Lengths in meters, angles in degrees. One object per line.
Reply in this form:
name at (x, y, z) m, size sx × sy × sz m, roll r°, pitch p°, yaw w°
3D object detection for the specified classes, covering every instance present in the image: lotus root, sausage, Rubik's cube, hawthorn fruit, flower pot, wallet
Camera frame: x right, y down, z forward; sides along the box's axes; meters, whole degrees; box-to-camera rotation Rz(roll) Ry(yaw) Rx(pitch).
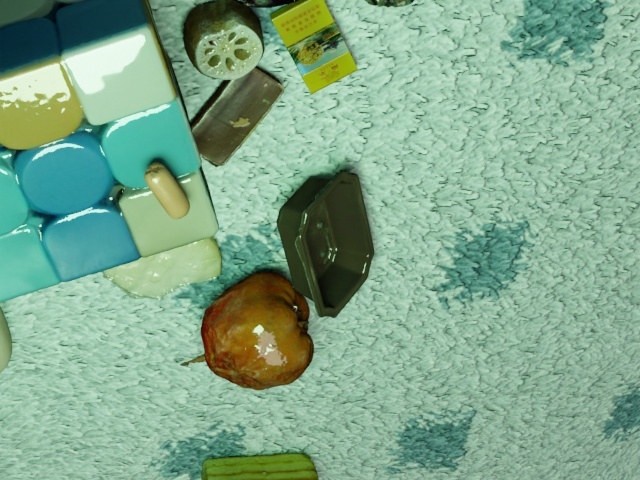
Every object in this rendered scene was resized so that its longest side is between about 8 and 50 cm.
lotus root at (-0.139, -0.293, 1.690) m, size 0.122 × 0.081 × 0.112 m, roll -20°, pitch 129°, yaw -4°
sausage at (-0.194, -0.062, 1.436) m, size 0.034 × 0.034 × 0.083 m, roll -27°, pitch 130°, yaw 4°
Rubik's cube at (-0.362, -0.179, 1.537) m, size 0.346 × 0.347 × 0.344 m, roll -19°, pitch 130°, yaw -4°
hawthorn fruit at (-0.135, 0.177, 1.999) m, size 0.243 × 0.207 × 0.207 m, roll -22°, pitch 131°, yaw 10°
flower pot at (0.000, 0.000, 1.941) m, size 0.179 × 0.084 × 0.251 m, roll -48°, pitch 140°, yaw -33°
wallet at (-0.141, -0.201, 1.802) m, size 0.095 × 0.026 × 0.176 m, roll 29°, pitch 112°, yaw -28°

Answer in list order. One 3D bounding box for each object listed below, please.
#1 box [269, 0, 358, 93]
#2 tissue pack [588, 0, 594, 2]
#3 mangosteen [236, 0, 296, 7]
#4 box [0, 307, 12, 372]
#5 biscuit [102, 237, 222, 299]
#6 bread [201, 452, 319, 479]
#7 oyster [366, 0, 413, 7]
box at (-0.009, -0.306, 1.765) m, size 0.087 × 0.023 × 0.155 m, roll -30°, pitch 131°, yaw 2°
tissue pack at (0.346, -0.503, 1.611) m, size 0.146 × 0.198 × 0.263 m, roll -34°, pitch 130°, yaw 13°
mangosteen at (-0.071, -0.439, 1.539) m, size 0.211 × 0.211 × 0.250 m, roll 33°, pitch 81°, yaw -36°
box at (-0.595, 0.154, 1.892) m, size 0.146 × 0.088 × 0.200 m, roll -16°, pitch 132°, yaw -7°
biscuit at (-0.289, 0.029, 1.929) m, size 0.265 × 0.040 × 0.188 m, roll 9°, pitch 121°, yaw -25°
bread at (-0.130, 0.530, 2.334) m, size 0.234 × 0.110 × 0.184 m, roll -2°, pitch 128°, yaw -18°
oyster at (0.088, -0.481, 1.588) m, size 0.162 × 0.158 × 0.351 m, roll -44°, pitch 153°, yaw -27°
